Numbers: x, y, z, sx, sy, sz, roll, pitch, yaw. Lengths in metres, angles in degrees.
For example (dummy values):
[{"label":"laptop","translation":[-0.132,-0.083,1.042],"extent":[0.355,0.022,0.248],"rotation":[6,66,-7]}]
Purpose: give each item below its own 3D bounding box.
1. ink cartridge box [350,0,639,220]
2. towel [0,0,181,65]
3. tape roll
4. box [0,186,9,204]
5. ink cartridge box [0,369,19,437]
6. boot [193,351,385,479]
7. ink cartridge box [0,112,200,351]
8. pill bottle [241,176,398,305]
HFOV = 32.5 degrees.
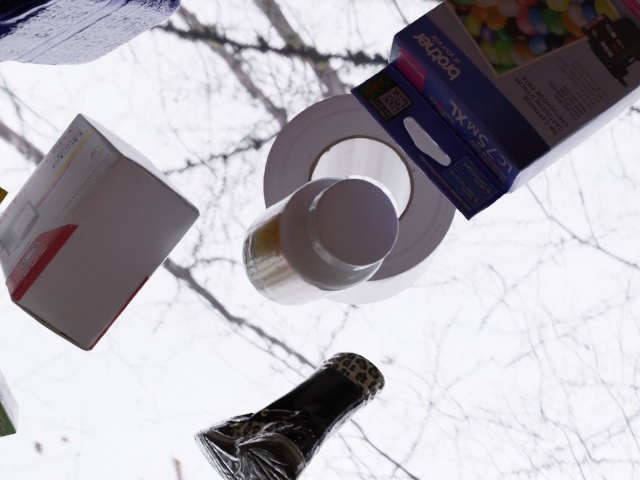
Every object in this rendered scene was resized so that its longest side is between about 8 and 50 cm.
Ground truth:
[{"label":"ink cartridge box","translation":[0.204,-0.176,1.065],"extent":[0.311,0.065,0.186],"rotation":[-36,-106,-14]},{"label":"towel","translation":[-0.355,-0.318,1.518],"extent":[0.227,0.308,0.076],"rotation":[-23,-93,23]},{"label":"tape roll","translation":[0.048,-0.049,1.425],"extent":[0.246,0.169,0.246],"rotation":[0,-103,0]},{"label":"box","translation":[-0.403,-0.026,1.217],"extent":[0.169,0.054,0.059],"rotation":[-23,-146,57]},{"label":"ink cartridge box","translation":[-0.478,0.169,1.224],"extent":[0.235,0.171,0.056],"rotation":[-14,-143,0]},{"label":"boot","translation":[-0.039,0.216,1.330],"extent":[0.178,0.085,0.236],"rotation":[-39,-167,-29]},{"label":"ink cartridge box","translation":[-0.305,-0.022,1.427],"extent":[0.226,0.131,0.306],"rotation":[-53,-152,-1]},{"label":"pill bottle","translation":[0.000,0.000,1.143],"extent":[0.117,0.208,0.118],"rotation":[4,-102,-21]}]
